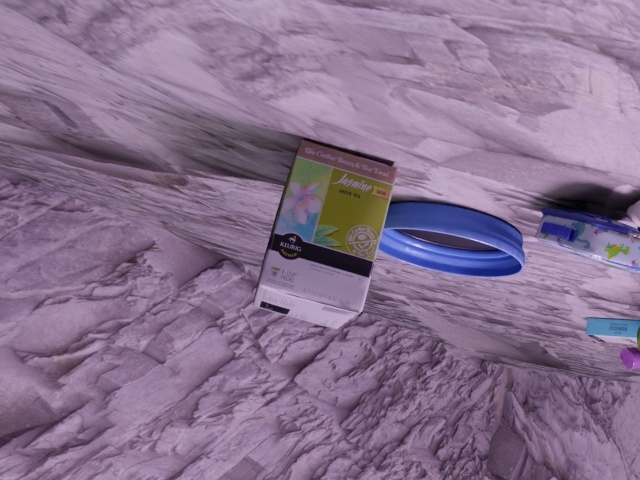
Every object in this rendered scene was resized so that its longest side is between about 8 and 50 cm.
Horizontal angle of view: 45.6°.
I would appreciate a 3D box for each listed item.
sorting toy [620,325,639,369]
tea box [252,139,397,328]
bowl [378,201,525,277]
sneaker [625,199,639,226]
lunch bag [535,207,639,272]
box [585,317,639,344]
[{"bbox_3d":[1.000,0.272,2.153,0.126,0.127,0.365,-4,150,-16],"label":"sorting toy"},{"bbox_3d":[0.000,0.000,1.666,0.220,0.323,0.329,15,167,-4],"label":"tea box"},{"bbox_3d":[0.314,0.001,1.896,0.391,0.077,0.391,13,167,3],"label":"bowl"},{"bbox_3d":[0.686,-0.032,1.441,0.212,0.080,0.094,19,179,4],"label":"sneaker"},{"bbox_3d":[0.547,-0.004,1.531,0.176,0.090,0.219,15,-176,-14],"label":"lunch bag"},{"bbox_3d":[0.996,0.296,2.462,0.100,0.060,0.244,25,162,-40],"label":"box"}]
